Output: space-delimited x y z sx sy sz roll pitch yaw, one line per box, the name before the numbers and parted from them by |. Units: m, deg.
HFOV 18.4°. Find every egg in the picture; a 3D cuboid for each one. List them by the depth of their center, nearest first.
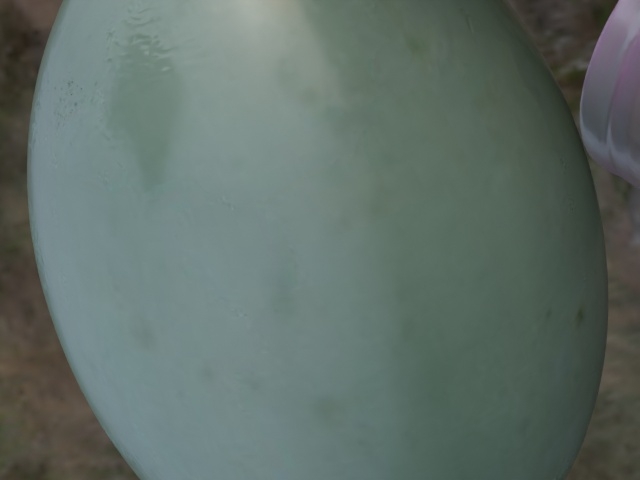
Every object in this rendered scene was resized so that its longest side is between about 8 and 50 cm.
egg | 0.000 0.000 0.980 0.276 0.276 0.389 25 136 56

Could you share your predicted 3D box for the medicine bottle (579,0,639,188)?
medicine bottle | 0.275 -0.047 1.001 0.254 0.152 0.152 34 134 31
